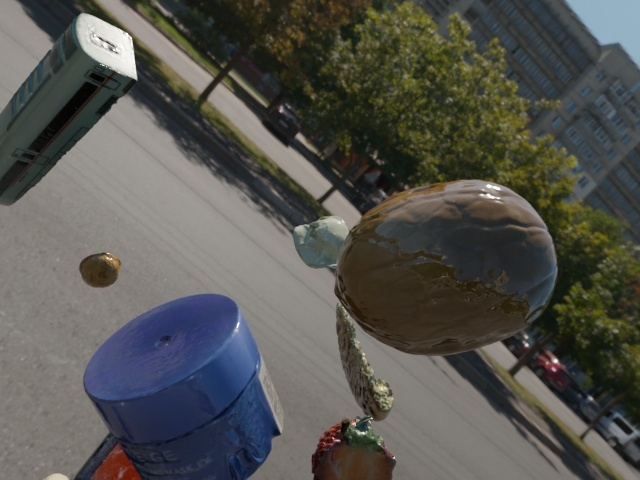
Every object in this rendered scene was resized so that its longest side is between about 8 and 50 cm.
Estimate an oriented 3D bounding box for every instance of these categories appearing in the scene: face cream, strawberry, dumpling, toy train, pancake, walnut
[{"bbox_3d":[-0.200,0.240,0.821,0.249,0.248,0.225,-116,-175,-66],"label":"face cream"},{"bbox_3d":[0.049,0.372,0.870,0.192,0.140,0.085,63,-9,-20],"label":"strawberry"},{"bbox_3d":[0.000,-0.001,1.252,0.133,0.170,0.100,10,-24,-5],"label":"dumpling"},{"bbox_3d":[-0.421,-0.164,0.775,0.088,0.406,0.087,13,55,-50],"label":"toy train"},{"bbox_3d":[0.080,0.230,1.035,0.266,0.057,0.245,107,-28,-69],"label":"pancake"},{"bbox_3d":[0.113,0.025,0.497,0.167,0.207,0.168,-12,90,-86],"label":"walnut"},{"bbox_3d":[-0.514,0.079,1.230,0.091,0.121,0.052,2,54,-25],"label":"walnut"}]

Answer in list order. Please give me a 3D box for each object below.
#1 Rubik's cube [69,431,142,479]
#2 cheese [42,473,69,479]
[{"bbox_3d":[-0.368,0.566,1.017,0.318,0.313,0.316,39,51,-5],"label":"Rubik's cube"},{"bbox_3d":[-0.699,0.748,1.425,0.251,0.248,0.173,8,23,-39],"label":"cheese"}]
